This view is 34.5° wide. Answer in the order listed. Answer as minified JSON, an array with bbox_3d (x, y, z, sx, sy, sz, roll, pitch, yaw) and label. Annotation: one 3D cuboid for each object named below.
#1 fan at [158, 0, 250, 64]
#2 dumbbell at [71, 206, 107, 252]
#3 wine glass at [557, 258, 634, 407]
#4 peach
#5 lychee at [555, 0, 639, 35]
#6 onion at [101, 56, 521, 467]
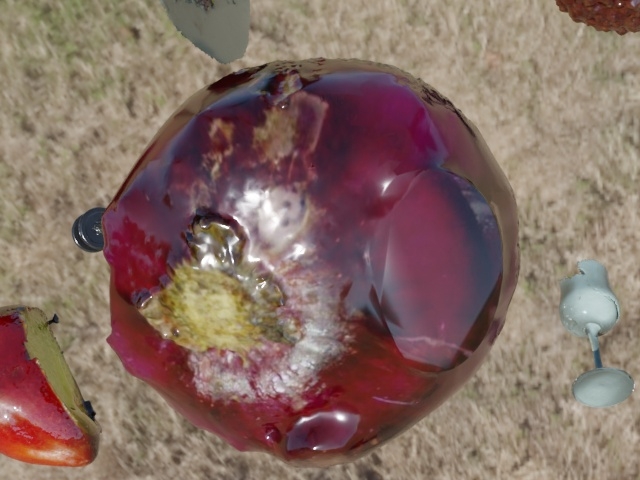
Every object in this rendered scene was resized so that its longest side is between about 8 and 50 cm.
[{"bbox_3d":[-0.171,-0.294,1.130,0.012,0.233,0.415,-18,10,26],"label":"fan"},{"bbox_3d":[-0.363,-0.017,1.671,0.069,0.069,0.147,-51,14,-21],"label":"dumbbell"},{"bbox_3d":[0.349,0.114,1.323,0.079,0.079,0.195,-8,42,11],"label":"wine glass"},{"bbox_3d":[-0.427,0.223,1.462,0.154,0.159,0.267,-32,70,3],"label":"peach"},{"bbox_3d":[0.462,-0.436,1.527,0.300,0.264,0.264,-8,50,-12],"label":"lychee"},{"bbox_3d":[0.000,0.000,1.035,0.399,0.398,0.420,-11,16,9],"label":"onion"}]
